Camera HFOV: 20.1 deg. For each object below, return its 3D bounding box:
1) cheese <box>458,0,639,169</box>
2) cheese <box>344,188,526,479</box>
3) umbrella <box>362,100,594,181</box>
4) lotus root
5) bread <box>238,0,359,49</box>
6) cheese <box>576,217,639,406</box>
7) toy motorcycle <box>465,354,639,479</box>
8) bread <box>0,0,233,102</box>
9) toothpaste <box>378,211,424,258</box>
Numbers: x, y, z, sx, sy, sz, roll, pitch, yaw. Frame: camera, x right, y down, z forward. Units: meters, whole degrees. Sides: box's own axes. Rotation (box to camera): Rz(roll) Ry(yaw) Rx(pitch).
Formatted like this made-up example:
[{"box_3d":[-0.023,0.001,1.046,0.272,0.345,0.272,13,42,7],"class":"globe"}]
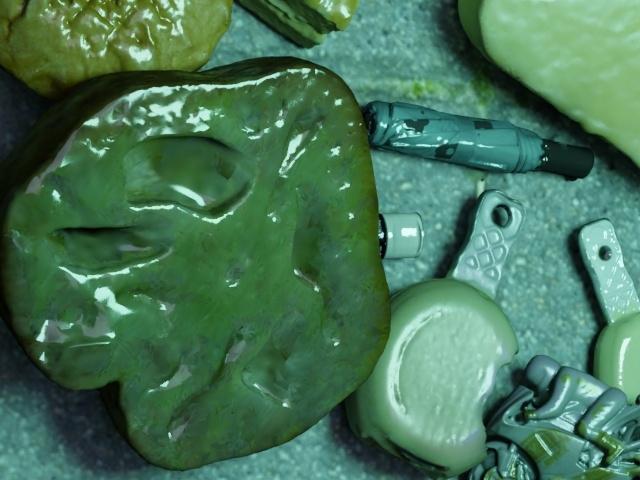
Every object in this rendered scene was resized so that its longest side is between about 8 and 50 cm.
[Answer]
[{"box_3d":[0.372,-0.243,1.778,0.384,0.104,0.384,-2,106,-9],"class":"cheese"},{"box_3d":[0.130,0.083,1.734,0.163,0.082,0.286,32,74,-18],"class":"cheese"},{"box_3d":[0.157,-0.097,1.773,0.250,0.053,0.052,9,81,-20],"class":"umbrella"},{"box_3d":[-0.098,0.006,1.582,0.390,0.111,0.375,32,88,-30],"class":"lotus root"},{"box_3d":[-0.029,-0.349,1.689,0.239,0.111,0.246,35,74,-16],"class":"bread"},{"box_3d":[0.309,0.092,1.820,0.127,0.050,0.235,-22,93,-20],"class":"cheese"},{"box_3d":[0.247,0.183,1.752,0.225,0.073,0.152,-8,80,2],"class":"toy motorcycle"},{"box_3d":[-0.195,-0.188,1.604,0.229,0.143,0.139,0,97,-18],"class":"bread"},{"box_3d":[0.000,0.000,1.712,0.193,0.045,0.071,0,86,-16],"class":"toothpaste"}]
